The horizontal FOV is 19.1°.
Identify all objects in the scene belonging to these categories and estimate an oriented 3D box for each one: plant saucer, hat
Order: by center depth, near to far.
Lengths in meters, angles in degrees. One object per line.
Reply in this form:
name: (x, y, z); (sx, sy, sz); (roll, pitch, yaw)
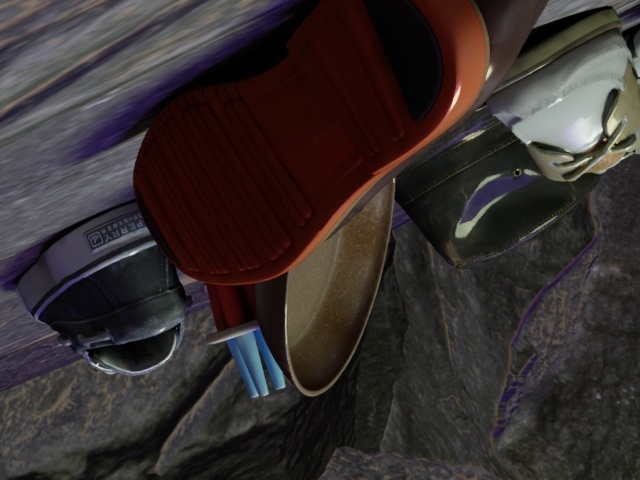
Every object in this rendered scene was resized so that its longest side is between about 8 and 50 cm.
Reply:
plant saucer: (0.000, 0.000, 1.227); (0.036, 0.199, 0.198); (12, -171, 17)
hat: (0.164, -0.053, 1.806); (0.331, 0.134, 0.331); (-24, 178, -1)

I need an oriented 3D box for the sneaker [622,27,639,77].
sneaker: (0.363, -0.130, 1.712); (0.281, 0.163, 0.106); (-21, 176, -45)

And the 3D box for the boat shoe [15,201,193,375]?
boat shoe: (-0.144, 0.048, 1.358); (0.108, 0.102, 0.301); (-24, 177, -16)

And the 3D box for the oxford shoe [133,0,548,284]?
oxford shoe: (0.007, -0.053, 0.881); (0.098, 0.097, 0.271); (-30, -179, -40)

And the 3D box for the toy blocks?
toy blocks: (-0.043, 0.026, 1.285); (0.054, 0.148, 0.123); (-17, 180, 28)

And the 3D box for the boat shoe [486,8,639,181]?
boat shoe: (0.197, -0.102, 1.421); (0.113, 0.103, 0.302); (-26, 177, 20)
